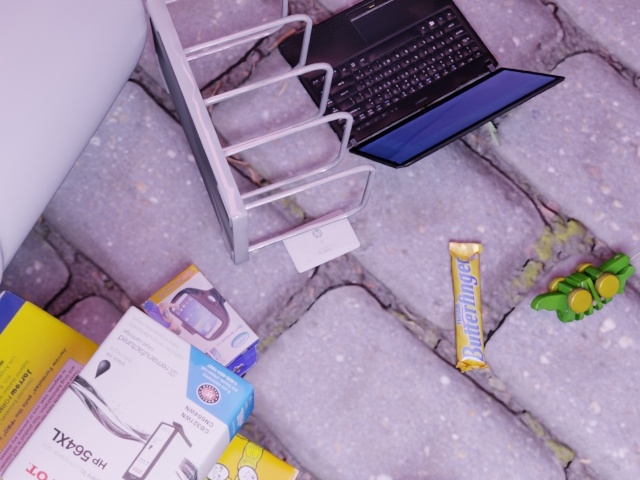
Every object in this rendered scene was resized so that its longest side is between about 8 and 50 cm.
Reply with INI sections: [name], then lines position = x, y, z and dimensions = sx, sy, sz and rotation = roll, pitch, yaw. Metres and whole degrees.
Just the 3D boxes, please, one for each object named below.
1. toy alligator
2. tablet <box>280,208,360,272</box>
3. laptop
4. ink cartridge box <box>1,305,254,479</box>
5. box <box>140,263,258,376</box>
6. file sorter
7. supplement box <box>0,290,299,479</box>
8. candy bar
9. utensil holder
[toy alligator]
position = 0.335, 0.053, 1.559
dimensions = 0.189, 0.056, 0.051
rotation = -26, 115, -14
[tablet]
position = 0.000, 0.000, 1.578
dimensions = 0.083, 0.006, 0.054
rotation = -23, 72, -12
[laptop]
position = 0.115, -0.216, 1.598
dimensions = 0.234, 0.136, 0.264
rotation = -29, 74, -14
[ink cartridge box]
position = -0.178, 0.190, 1.243
dimensions = 0.148, 0.086, 0.203
rotation = 32, 70, 8
[box]
position = -0.135, 0.103, 1.519
dimensions = 0.081, 0.028, 0.136
rotation = -39, 75, -17
[file sorter]
position = -0.070, -0.149, 1.516
dimensions = 0.173, 0.193, 0.278
rotation = -20, 76, -9
[supplement box]
position = -0.224, 0.243, 1.371
dimensions = 0.356, 0.194, 0.195
rotation = 31, 71, 7
[candy bar]
position = 0.175, 0.078, 1.554
dimensions = 0.040, 0.018, 0.161
rotation = 1, 69, -3
[utensil holder]
position = -0.404, -0.154, 1.409
dimensions = 0.327, 0.327, 0.385
rotation = 23, 54, 5
